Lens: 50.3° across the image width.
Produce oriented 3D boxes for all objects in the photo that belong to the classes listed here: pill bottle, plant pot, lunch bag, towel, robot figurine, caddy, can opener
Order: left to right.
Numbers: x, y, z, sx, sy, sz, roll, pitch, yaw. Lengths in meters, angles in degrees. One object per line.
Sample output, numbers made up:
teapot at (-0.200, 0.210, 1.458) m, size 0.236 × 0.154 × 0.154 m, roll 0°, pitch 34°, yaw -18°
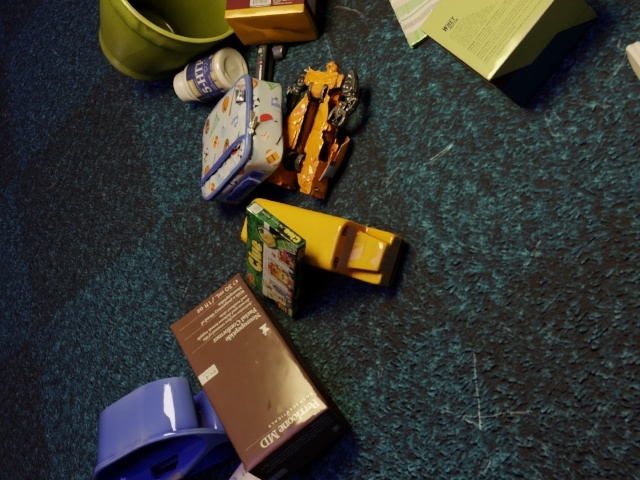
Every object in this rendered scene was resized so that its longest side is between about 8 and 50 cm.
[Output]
plant pot at (-0.419, -0.594, 1.774) m, size 0.353 × 0.366 × 0.367 m, roll -28°, pitch 58°, yaw 56°
caddy at (-0.328, 0.433, 1.450) m, size 0.341 × 0.241 × 0.179 m, roll -34°, pitch 53°, yaw 29°
pill bottle at (-0.288, -0.419, 1.761) m, size 0.186 × 0.112 × 0.112 m, roll -10°, pitch 71°, yaw 38°
lunch bag at (-0.182, -0.219, 1.552) m, size 0.303 × 0.114 × 0.243 m, roll -34°, pitch 51°, yaw 56°
can opener at (-0.134, -0.430, 1.669) m, size 0.073 × 0.059 × 0.186 m, roll 7°, pitch 81°, yaw 41°
robot figurine at (-0.009, -0.246, 1.490) m, size 0.211 × 0.085 × 0.291 m, roll 21°, pitch 91°, yaw 42°
towel at (0.208, -0.488, 1.420) m, size 0.113 × 0.023 × 0.152 m, roll -33°, pitch 58°, yaw 30°

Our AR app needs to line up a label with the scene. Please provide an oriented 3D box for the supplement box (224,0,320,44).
supplement box at (-0.107, -0.583, 1.598) m, size 0.191 × 0.129 × 0.194 m, roll 0°, pitch 77°, yaw 15°

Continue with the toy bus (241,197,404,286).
toy bus at (0.000, 0.000, 1.375) m, size 0.332 × 0.130 × 0.108 m, roll 16°, pitch 87°, yaw 42°

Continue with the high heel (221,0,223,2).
high heel at (-0.315, -0.738, 1.895) m, size 0.261 × 0.093 × 0.186 m, roll 10°, pitch 82°, yaw 37°

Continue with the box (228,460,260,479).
box at (-0.143, 0.514, 1.408) m, size 0.081 × 0.028 × 0.136 m, roll -55°, pitch 51°, yaw 14°

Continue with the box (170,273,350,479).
box at (-0.130, 0.270, 1.363) m, size 0.191 × 0.143 × 0.381 m, roll -38°, pitch 54°, yaw -3°

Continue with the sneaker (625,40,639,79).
sneaker at (0.550, -0.239, 1.024) m, size 0.094 × 0.080 × 0.212 m, roll -27°, pitch 59°, yaw 18°

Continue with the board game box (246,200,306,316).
board game box at (-0.093, 0.044, 1.368) m, size 0.136 × 0.260 × 0.030 m, roll 39°, pitch 60°, yaw 21°

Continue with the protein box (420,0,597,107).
protein box at (0.329, -0.386, 1.209) m, size 0.200 × 0.136 × 0.201 m, roll -52°, pitch 51°, yaw 17°
